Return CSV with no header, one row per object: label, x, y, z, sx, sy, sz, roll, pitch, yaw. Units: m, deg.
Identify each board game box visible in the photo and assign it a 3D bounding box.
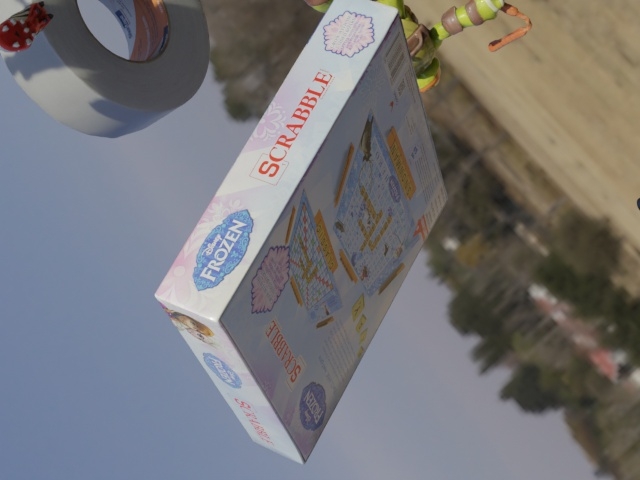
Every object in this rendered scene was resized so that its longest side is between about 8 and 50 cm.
board game box,0.000,0.000,1.299,0.065,0.318,0.319,20,157,23

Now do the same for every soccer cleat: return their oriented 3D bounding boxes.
soccer cleat,-0.248,-0.170,1.180,0.029,0.035,0.083,55,-151,-18

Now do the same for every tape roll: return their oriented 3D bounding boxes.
tape roll,-0.217,-0.216,1.444,0.219,0.072,0.219,22,-123,-38

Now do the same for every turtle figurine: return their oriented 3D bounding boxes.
turtle figurine,0.055,-0.207,1.439,0.217,0.269,0.087,45,-139,-40

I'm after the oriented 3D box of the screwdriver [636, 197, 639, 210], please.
screwdriver,0.446,-0.067,1.679,0.025,0.169,0.024,45,-140,-34
